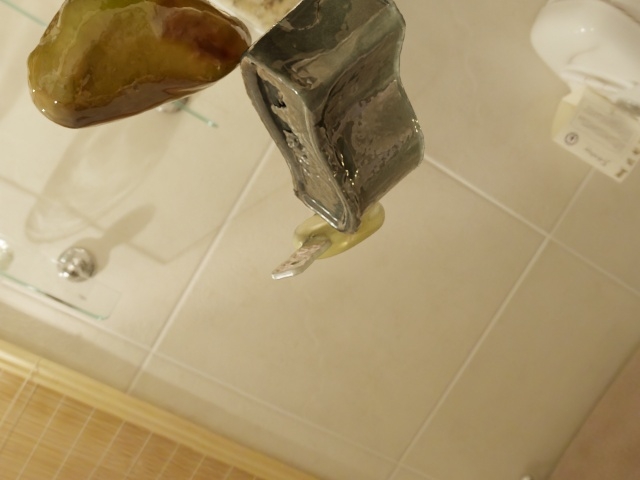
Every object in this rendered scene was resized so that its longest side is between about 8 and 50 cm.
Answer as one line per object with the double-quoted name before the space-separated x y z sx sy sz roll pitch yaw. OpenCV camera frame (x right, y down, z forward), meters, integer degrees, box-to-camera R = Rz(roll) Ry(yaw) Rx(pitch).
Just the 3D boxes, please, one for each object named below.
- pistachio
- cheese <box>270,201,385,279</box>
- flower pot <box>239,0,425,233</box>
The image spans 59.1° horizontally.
"pistachio" -0.155 -0.162 0.481 0.100 0.189 0.110 67 165 -12
"cheese" 0.000 0.000 0.744 0.255 0.127 0.050 -38 -67 -62
"flower pot" 0.018 -0.108 0.509 0.103 0.108 0.229 37 165 31
